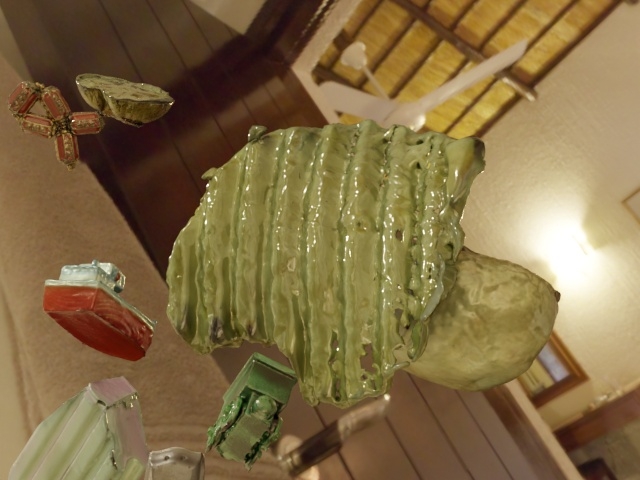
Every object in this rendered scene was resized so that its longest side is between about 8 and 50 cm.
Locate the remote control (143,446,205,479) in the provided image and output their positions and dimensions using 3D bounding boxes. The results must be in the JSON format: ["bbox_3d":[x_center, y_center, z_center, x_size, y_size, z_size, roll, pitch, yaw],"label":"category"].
[{"bbox_3d":[-0.138,0.289,0.531,0.059,0.212,0.028,0,-33,0],"label":"remote control"}]

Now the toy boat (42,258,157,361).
[{"bbox_3d":[-0.433,0.146,1.269,0.145,0.133,0.331,-1,-29,9],"label":"toy boat"}]

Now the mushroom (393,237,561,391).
[{"bbox_3d":[0.145,0.089,0.790,0.164,0.267,0.189,21,-87,-31],"label":"mushroom"}]

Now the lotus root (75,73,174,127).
[{"bbox_3d":[-0.437,-0.305,1.356,0.204,0.183,0.077,-2,-62,-39],"label":"lotus root"}]

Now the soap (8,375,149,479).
[{"bbox_3d":[-0.592,0.561,1.496,0.446,0.261,0.156,-57,-25,9],"label":"soap"}]

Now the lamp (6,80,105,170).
[{"bbox_3d":[-0.259,-0.115,0.587,0.083,0.031,0.063,35,-85,-25],"label":"lamp"}]

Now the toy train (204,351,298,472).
[{"bbox_3d":[-0.172,0.423,1.481,0.266,0.145,0.201,-55,10,40],"label":"toy train"}]

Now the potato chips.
[{"bbox_3d":[0.004,-0.007,0.765,0.389,0.373,0.097,-65,-29,-16],"label":"potato chips"}]
